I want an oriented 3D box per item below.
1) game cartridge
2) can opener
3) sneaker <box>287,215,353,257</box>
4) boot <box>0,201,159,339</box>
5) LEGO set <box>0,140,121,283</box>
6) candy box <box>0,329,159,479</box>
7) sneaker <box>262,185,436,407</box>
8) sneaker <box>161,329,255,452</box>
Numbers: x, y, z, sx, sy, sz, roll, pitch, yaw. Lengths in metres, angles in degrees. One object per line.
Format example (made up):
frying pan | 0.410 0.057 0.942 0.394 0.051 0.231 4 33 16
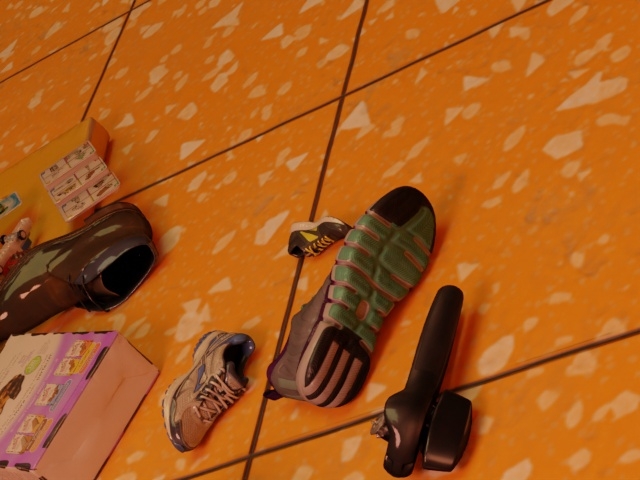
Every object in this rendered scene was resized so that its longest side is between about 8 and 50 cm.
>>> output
game cartridge | -0.396 0.015 1.902 0.285 0.052 0.323 -29 35 22
can opener | 0.086 0.113 1.206 0.186 0.073 0.059 -74 3 -47
sneaker | 0.000 0.000 1.470 0.083 0.031 0.035 -10 56 49
boot | -0.275 0.045 1.675 0.219 0.082 0.106 -40 29 -6
LEGO set | -0.346 -0.009 1.799 0.244 0.060 0.182 -36 28 -6
candy box | -0.280 0.176 1.526 0.196 0.070 0.165 -4 47 46
sneaker | 0.018 0.044 1.337 0.098 0.083 0.223 -7 45 52
sneaker | -0.100 0.134 1.389 0.058 0.052 0.135 -11 42 36
